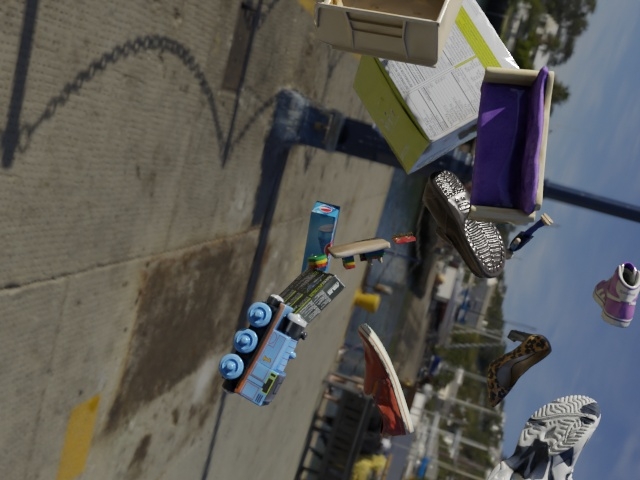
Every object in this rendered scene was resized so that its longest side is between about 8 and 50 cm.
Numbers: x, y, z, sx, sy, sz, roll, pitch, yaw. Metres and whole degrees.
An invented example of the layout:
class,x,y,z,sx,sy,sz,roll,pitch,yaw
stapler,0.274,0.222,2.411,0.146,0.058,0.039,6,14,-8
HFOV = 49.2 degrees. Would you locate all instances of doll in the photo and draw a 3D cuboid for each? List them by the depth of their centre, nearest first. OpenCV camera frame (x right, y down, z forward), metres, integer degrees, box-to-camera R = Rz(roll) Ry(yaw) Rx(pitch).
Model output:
class,x,y,z,sx,sy,sz,roll,pitch,yaw
doll,0.645,-0.008,2.215,0.189,0.046,0.129,-47,166,29

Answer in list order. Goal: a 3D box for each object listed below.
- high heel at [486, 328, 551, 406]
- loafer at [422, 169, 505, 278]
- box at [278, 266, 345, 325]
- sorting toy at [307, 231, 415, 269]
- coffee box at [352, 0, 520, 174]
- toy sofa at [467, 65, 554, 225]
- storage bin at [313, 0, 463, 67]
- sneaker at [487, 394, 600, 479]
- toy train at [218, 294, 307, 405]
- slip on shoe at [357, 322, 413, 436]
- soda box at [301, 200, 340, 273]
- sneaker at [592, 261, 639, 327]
class,x,y,z,sx,sy,sz,roll,pitch,yaw
high heel,0.605,0.403,2.138,0.261,0.093,0.186,-68,-160,-5
loafer,0.422,-0.037,2.085,0.134,0.366,0.130,-12,154,-28
box,-0.052,0.144,1.565,0.191,0.045,0.184,-44,-161,-12
sorting toy,0.101,0.031,1.675,0.132,0.275,0.046,-138,-144,-80
coffee box,0.329,-0.441,2.013,0.334,0.338,0.337,-30,174,-8
toy sofa,0.438,-0.222,1.631,0.177,0.150,0.362,51,47,-79
storage bin,0.148,-0.495,1.375,0.123,0.260,0.262,74,36,-59
sneaker,0.394,0.377,1.174,0.235,0.094,0.153,-50,129,-11
toy train,-0.094,0.186,1.180,0.184,0.105,0.080,-61,169,-6
slip on shoe,0.162,0.392,1.943,0.123,0.101,0.331,-128,-160,-89
soda box,0.000,0.000,1.953,0.067,0.071,0.210,-66,168,-57
sneaker,0.857,0.128,1.987,0.282,0.102,0.161,-49,151,-71
